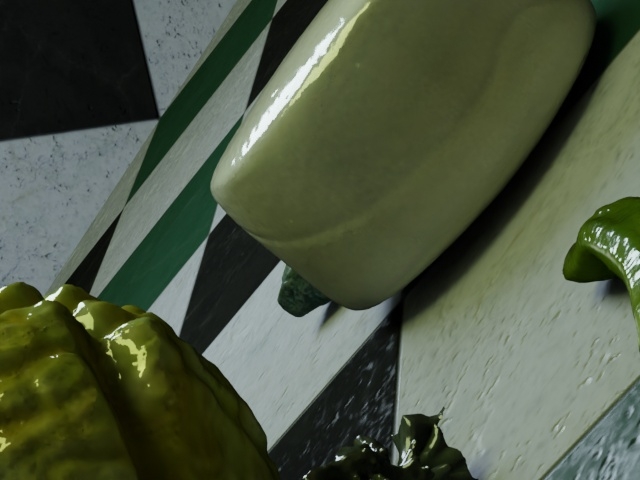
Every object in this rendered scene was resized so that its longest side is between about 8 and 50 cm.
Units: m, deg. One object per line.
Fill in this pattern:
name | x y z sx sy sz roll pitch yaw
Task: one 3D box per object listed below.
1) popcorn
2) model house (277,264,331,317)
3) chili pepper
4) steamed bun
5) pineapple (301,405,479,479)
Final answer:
popcorn | -0.140 0.145 1.025 0.224 0.258 0.270 -33 14 17
model house | 0.000 0.000 1.323 0.079 0.066 0.083 -46 16 43
chili pepper | 0.137 0.011 0.806 0.052 0.050 0.202 -17 12 0
steamed bun | 0.051 -0.082 1.149 0.242 0.146 0.164 -53 9 -1
pineapple | 0.015 0.133 0.826 0.108 0.108 0.198 -46 1 35
